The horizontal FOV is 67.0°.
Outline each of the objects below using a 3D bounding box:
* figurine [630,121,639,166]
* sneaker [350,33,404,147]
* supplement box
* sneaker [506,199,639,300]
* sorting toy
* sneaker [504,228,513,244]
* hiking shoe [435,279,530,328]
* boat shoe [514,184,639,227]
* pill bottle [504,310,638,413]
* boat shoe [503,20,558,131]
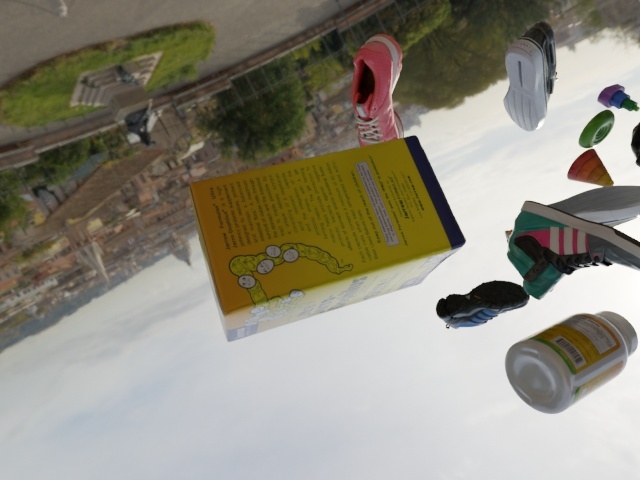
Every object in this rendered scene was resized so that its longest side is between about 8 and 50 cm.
[{"bbox_3d":[0.468,-0.191,0.589,0.209,0.215,0.092,-11,-147,-40],"label":"figurine"},{"bbox_3d":[0.112,-0.294,1.104,0.115,0.314,0.136,12,-145,29],"label":"sneaker"},{"bbox_3d":[0.000,0.000,0.753,0.356,0.196,0.194,-15,161,-14],"label":"supplement box"},{"bbox_3d":[0.481,0.045,0.939,0.295,0.123,0.179,36,-78,55],"label":"sneaker"},{"bbox_3d":[0.858,-0.286,1.441,0.127,0.126,0.366,-28,143,-12],"label":"sorting toy"},{"bbox_3d":[0.580,0.004,1.362,0.083,0.084,0.215,-15,-166,14],"label":"sneaker"},{"bbox_3d":[0.545,0.218,1.614,0.303,0.132,0.113,-16,-133,28],"label":"hiking shoe"},{"bbox_3d":[0.617,-0.049,1.142,0.302,0.094,0.109,-14,-147,21],"label":"boat shoe"},{"bbox_3d":[0.484,0.217,0.917,0.245,0.137,0.136,-15,180,-27],"label":"pill bottle"},{"bbox_3d":[0.543,-0.397,1.211,0.119,0.121,0.335,-45,152,0],"label":"boat shoe"}]
